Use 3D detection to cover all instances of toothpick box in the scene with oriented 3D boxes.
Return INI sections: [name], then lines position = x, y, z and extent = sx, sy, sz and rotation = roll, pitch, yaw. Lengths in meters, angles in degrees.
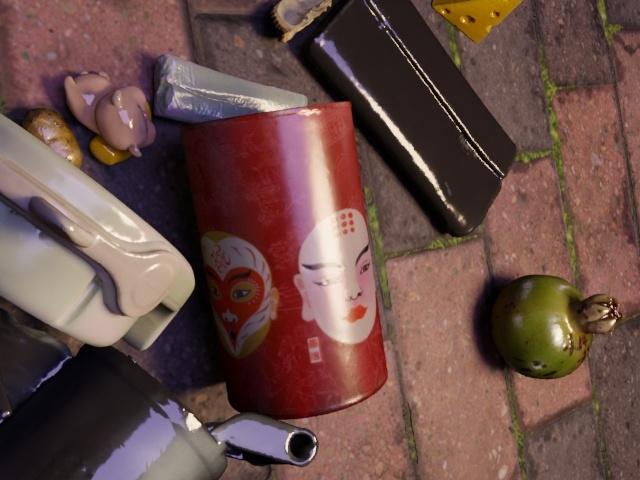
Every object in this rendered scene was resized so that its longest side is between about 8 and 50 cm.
[toothpick box]
position = -0.039, 0.016, 0.804
extent = 0.204, 0.204, 0.333
rotation = -16, 103, -36

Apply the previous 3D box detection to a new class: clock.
[clock]
position = -0.244, -0.013, 0.576
extent = 0.265, 0.324, 0.108
rotation = 37, 78, -1

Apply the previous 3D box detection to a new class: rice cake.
[rice cake]
position = -0.114, -0.175, 0.885
extent = 0.222, 0.042, 0.080
rotation = 9, 86, -36

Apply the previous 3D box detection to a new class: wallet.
[wallet]
position = 0.159, -0.217, 1.072
extent = 0.406, 0.062, 0.228
rotation = 47, 62, -23

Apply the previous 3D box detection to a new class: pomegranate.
[pomegranate]
position = 0.389, 0.129, 1.133
extent = 0.179, 0.210, 0.179
rotation = 36, 26, -21

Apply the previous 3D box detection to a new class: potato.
[potato]
position = -0.297, -0.107, 0.746
extent = 0.051, 0.040, 0.083
rotation = -29, 102, -21

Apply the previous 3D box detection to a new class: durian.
[durian]
position = -0.032, -0.321, 0.942
extent = 0.052, 0.066, 0.130
rotation = 52, 51, -22

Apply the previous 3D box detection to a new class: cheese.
[cheese]
position = 0.293, -0.420, 1.119
extent = 0.126, 0.171, 0.093
rotation = 26, 72, -31

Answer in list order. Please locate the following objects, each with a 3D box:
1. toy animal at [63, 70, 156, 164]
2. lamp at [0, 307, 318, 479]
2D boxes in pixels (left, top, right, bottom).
[toy animal]
position = -0.229, -0.151, 0.774
extent = 0.091, 0.082, 0.114
rotation = -37, 107, -34
[lamp]
position = -0.231, 0.249, 0.662
extent = 0.374, 0.205, 0.272
rotation = 29, 65, -13
